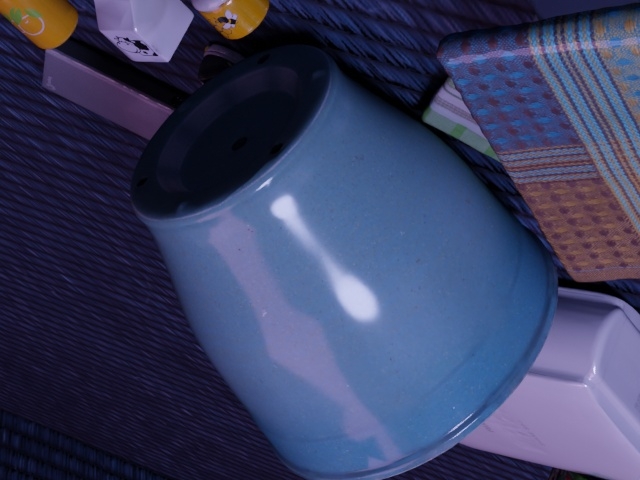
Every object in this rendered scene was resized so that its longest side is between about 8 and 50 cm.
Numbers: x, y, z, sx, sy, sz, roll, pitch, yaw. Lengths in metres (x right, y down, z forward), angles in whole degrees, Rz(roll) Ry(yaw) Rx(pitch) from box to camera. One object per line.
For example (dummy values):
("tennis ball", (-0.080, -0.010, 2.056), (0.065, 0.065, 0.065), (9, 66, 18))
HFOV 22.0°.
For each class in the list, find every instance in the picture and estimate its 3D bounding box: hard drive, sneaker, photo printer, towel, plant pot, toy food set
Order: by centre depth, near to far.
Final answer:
("towel", (0.280, -0.060, 0.898), (0.370, 0.040, 0.271), (-4, 149, 24))
("toy food set", (-0.136, -0.195, 1.099), (0.232, 0.111, 0.104), (9, 155, 46))
("towel", (0.140, -0.092, 1.175), (0.113, 0.023, 0.152), (29, 163, -4))
("plant pot", (0.000, 0.000, 1.249), (0.271, 0.272, 0.255), (2, 140, 48))
("sneaker", (-0.059, -0.124, 1.303), (0.083, 0.035, 0.031), (22, 161, 9))
("hard drive", (-0.180, -0.130, 1.456), (0.135, 0.022, 0.094), (27, 161, -3))
("photo printer", (0.181, 0.125, 1.542), (0.307, 0.107, 0.256), (9, 155, 39))

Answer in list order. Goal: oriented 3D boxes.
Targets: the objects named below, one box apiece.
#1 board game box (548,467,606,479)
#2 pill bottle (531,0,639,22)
("board game box", (0.394, 0.290, 1.631), (0.317, 0.046, 0.213), (17, -179, 0))
("pill bottle", (0.178, -0.105, 0.977), (0.094, 0.094, 0.169), (14, 158, 29))
